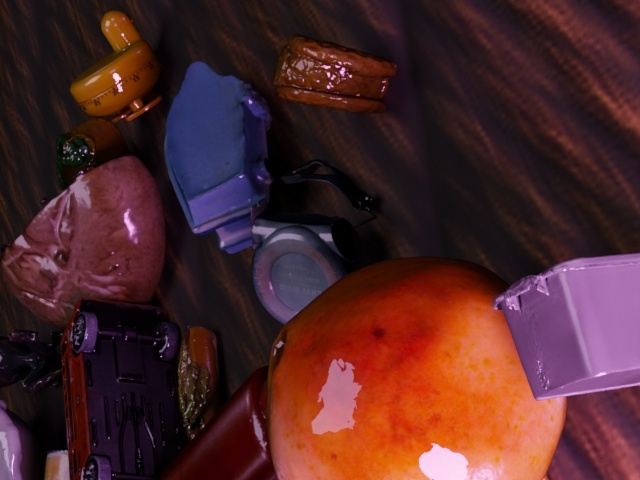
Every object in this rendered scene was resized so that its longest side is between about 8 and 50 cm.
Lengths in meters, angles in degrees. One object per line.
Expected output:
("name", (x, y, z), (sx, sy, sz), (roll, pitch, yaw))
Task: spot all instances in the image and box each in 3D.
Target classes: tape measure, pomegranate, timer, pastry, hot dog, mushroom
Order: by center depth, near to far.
("pomegranate", (0.064, 0.106, 0.987), (0.209, 0.209, 0.209), (-26, 60, 56))
("pastry", (0.011, -0.135, 1.253), (0.109, 0.097, 0.057), (-130, 53, -78))
("tape measure", (0.004, 0.000, 1.293), (0.180, 0.104, 0.107), (-66, -26, -64))
("hot dog", (-0.121, 0.141, 1.465), (0.056, 0.041, 0.133), (-45, 45, 47))
("mushroom", (-0.247, 0.034, 1.661), (0.151, 0.156, 0.285), (58, 139, 11))
("timer", (-0.234, -0.193, 1.696), (0.109, 0.107, 0.107), (57, 155, -16))

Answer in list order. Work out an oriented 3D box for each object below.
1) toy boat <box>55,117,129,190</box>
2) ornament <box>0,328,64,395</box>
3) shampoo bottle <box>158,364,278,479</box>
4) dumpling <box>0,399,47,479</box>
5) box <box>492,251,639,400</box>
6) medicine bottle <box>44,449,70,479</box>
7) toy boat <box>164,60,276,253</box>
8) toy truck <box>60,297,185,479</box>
("toy boat", (-0.268, -0.079, 1.707), (0.088, 0.089, 0.229), (-56, -2, -24))
("ornament", (-0.393, 0.147, 1.794), (0.236, 0.202, 0.080), (-7, 88, 57))
("shampoo bottle", (-0.065, 0.186, 1.331), (0.260, 0.064, 0.102), (-48, 39, 43))
("dumpling", (-0.428, 0.295, 1.834), (0.212, 0.270, 0.320), (-62, 2, -11))
("box", (0.172, 0.051, 0.897), (0.084, 0.122, 0.069), (-36, 64, 54))
("medicine bottle", (-0.258, 0.433, 1.559), (0.108, 0.108, 0.426), (-24, 61, 57))
("toy boat", (-0.090, -0.083, 1.440), (0.109, 0.098, 0.238), (-23, 40, 8))
("toy truck", (-0.203, 0.186, 1.533), (0.114, 0.107, 0.253), (-51, 39, 44))
